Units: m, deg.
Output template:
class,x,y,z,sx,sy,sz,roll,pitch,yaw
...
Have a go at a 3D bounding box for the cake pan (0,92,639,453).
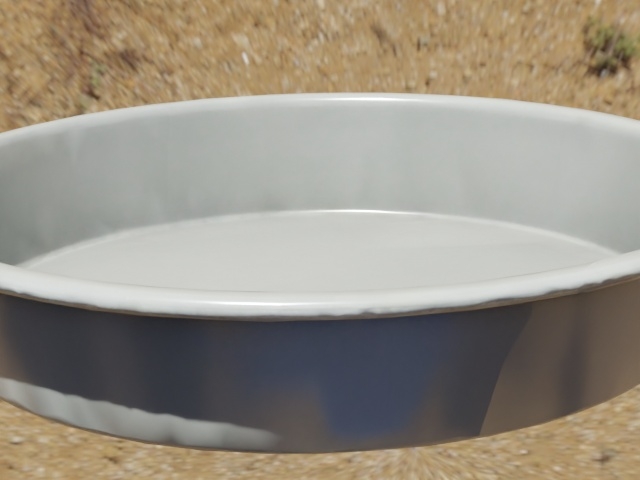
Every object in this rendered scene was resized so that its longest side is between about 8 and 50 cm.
class,x,y,z,sx,sy,sz,roll,pitch,yaw
cake pan,0.000,0.000,0.544,0.293,0.293,0.054,-1,106,3
